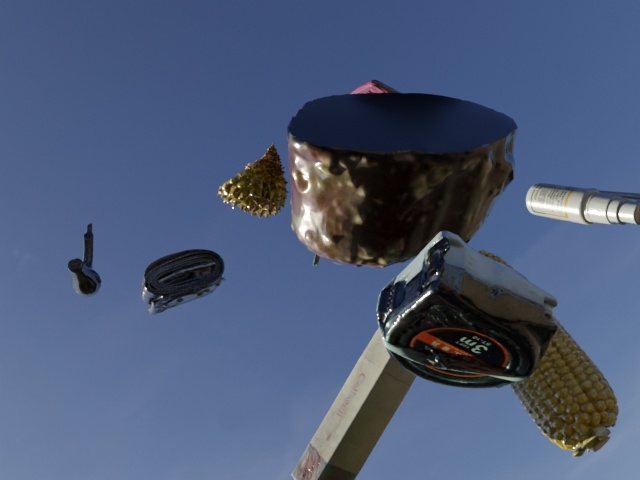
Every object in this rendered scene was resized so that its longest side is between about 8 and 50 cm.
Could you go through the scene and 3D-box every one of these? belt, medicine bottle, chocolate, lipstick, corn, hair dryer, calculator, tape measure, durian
[{"bbox_3d":[-0.364,0.104,1.699,0.218,0.122,0.128,-18,-18,-24],"label":"belt"},{"bbox_3d":[0.465,-0.066,1.113,0.092,0.220,0.061,-28,-69,-20],"label":"medicine bottle"},{"bbox_3d":[0.102,-0.074,0.911,0.340,0.225,0.210,-8,-58,-23],"label":"chocolate"},{"bbox_3d":[0.084,0.283,1.144,0.080,0.076,0.371,30,-90,-29],"label":"lipstick"},{"bbox_3d":[0.365,0.183,1.123,0.144,0.387,0.144,-18,-36,-13],"label":"corn"},{"bbox_3d":[-0.252,0.014,0.689,0.031,0.083,0.079,-4,-24,-10],"label":"hair dryer"},{"bbox_3d":[0.155,-0.269,1.339,0.190,0.126,0.034,28,-104,-20],"label":"calculator"},{"bbox_3d":[0.158,0.089,0.728,0.182,0.107,0.181,27,-37,-16],"label":"tape measure"},{"bbox_3d":[-0.149,-0.124,1.470,0.182,0.132,0.165,-8,-32,29],"label":"durian"}]

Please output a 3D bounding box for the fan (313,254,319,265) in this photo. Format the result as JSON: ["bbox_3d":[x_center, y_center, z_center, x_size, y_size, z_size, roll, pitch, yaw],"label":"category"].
[{"bbox_3d":[0.000,0.000,1.534,0.016,0.193,0.038,12,-62,-1],"label":"fan"}]
